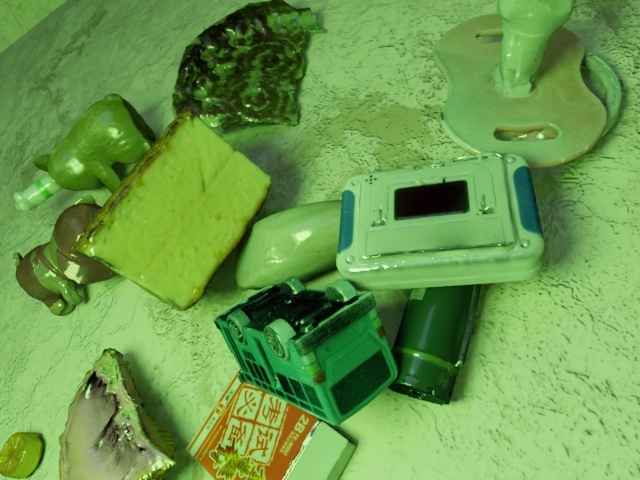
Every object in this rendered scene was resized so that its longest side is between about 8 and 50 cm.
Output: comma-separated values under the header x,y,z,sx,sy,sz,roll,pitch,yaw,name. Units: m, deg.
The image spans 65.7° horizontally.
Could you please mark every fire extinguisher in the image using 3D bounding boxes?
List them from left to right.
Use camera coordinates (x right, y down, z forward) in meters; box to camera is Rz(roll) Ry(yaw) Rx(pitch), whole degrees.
x,y,z,sx,sy,sz,roll,pitch,yaw,name
0.174,0.071,0.683,0.294,0.093,0.118,-67,12,-21,fire extinguisher

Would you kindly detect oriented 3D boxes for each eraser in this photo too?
x,y,z,sx,sy,sz,roll,pitch,yaw,name
-0.078,0.299,0.717,0.230,0.038,0.157,23,74,38,eraser

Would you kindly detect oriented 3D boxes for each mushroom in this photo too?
x,y,z,sx,sy,sz,roll,pitch,yaw,name
0.000,0.000,0.811,0.350,0.128,0.128,-13,55,18,mushroom

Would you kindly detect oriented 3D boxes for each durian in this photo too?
x,y,z,sx,sy,sz,roll,pitch,yaw,name
-0.331,0.326,0.808,0.341,0.112,0.191,30,88,48,durian

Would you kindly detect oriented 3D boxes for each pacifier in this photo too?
x,y,z,sx,sy,sz,roll,pitch,yaw,name
0.296,-0.254,0.742,0.220,0.273,0.332,-23,50,37,pacifier

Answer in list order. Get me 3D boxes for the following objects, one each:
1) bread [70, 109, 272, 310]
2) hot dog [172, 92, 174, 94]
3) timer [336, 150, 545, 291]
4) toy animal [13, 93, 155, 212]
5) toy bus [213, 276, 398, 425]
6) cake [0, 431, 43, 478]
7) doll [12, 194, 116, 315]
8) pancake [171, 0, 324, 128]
x,y,z,sx,sy,sz,roll,pitch,yaw,name
-0.262,-0.043,0.879,0.279,0.207,0.279,-59,21,-18,bread
-0.267,-0.384,1.216,0.213,0.103,0.146,-26,49,8,hot dog
0.148,-0.029,0.649,0.254,0.078,0.178,-7,54,17,timer
-0.575,-0.195,1.240,0.363,0.180,0.181,-39,42,12,toy animal
-0.031,0.139,0.668,0.128,0.147,0.256,-29,13,-30,toy bus
-0.559,0.401,0.927,0.084,0.044,0.084,-16,54,23,cake
-0.530,0.035,1.075,0.256,0.152,0.196,-39,80,22,doll
-0.166,-0.405,1.145,0.305,0.067,0.426,11,65,2,pancake
